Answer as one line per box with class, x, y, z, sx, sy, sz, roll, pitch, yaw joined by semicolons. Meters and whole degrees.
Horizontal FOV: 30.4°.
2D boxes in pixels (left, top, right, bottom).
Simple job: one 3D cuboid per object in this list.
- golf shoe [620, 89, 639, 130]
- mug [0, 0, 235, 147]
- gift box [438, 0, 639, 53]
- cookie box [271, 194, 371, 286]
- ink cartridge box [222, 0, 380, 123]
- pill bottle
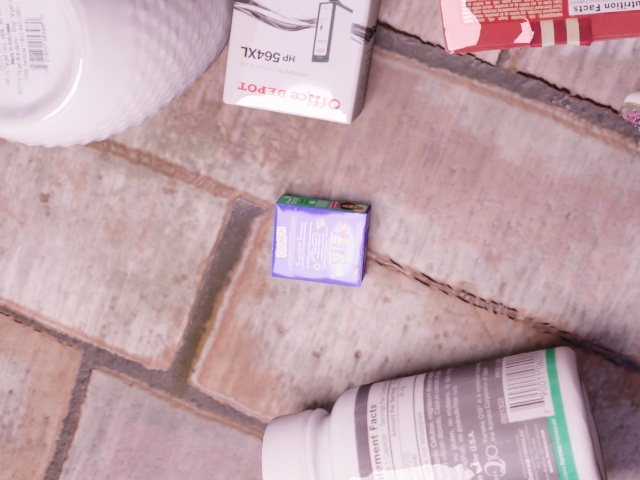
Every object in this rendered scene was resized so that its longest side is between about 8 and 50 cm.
golf shoe;0.414;-0.148;1.244;0.186;0.067;0.086;5;80;9
mug;-0.243;-0.277;1.157;0.276;0.328;0.374;15;114;6
gift box;0.231;-0.351;1.105;0.255;0.258;0.276;1;121;12
cookie box;0.000;0.000;1.365;0.107;0.040;0.092;7;107;8
ink cartridge box;-0.016;-0.239;1.275;0.148;0.086;0.203;10;107;7
pill bottle;0.131;0.251;1.330;0.361;0.204;0.204;-13;103;14
